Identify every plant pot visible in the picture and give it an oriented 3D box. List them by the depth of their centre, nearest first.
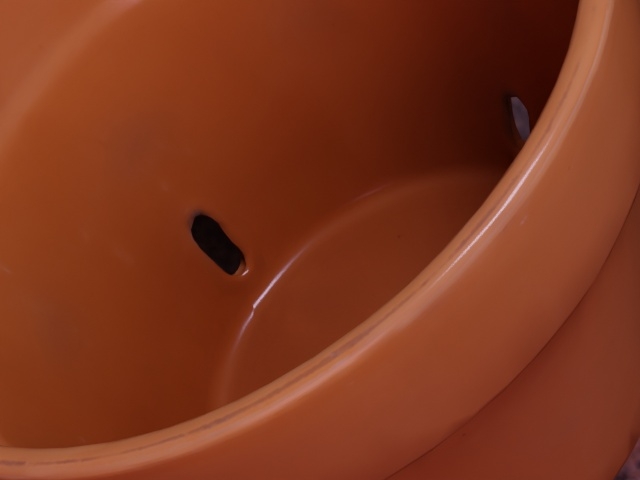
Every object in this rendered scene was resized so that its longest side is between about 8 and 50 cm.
[{"bbox_3d":[0.000,0.000,0.578,0.290,0.291,0.203,-27,135,13],"label":"plant pot"}]
